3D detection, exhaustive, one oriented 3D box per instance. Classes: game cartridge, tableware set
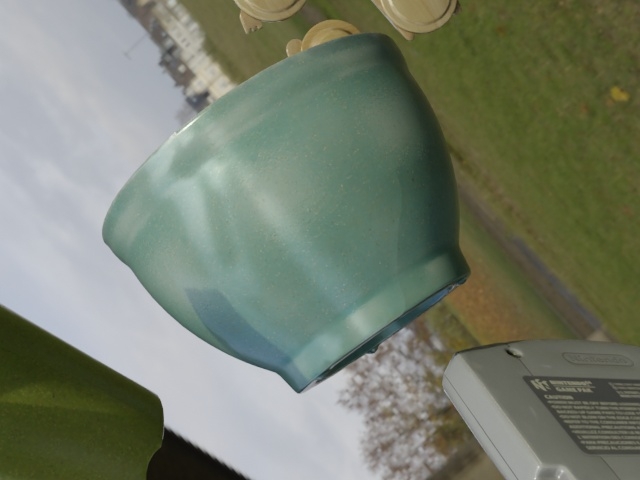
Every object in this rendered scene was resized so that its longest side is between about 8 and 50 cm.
[{"bbox_3d":[0.259,0.156,0.767,0.297,0.062,0.198,6,-158,-23],"label":"game cartridge"},{"bbox_3d":[0.018,-0.196,0.712,0.141,0.169,0.020,52,170,-6],"label":"tableware set"}]

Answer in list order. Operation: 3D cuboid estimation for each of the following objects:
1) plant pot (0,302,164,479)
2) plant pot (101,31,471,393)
[{"bbox_3d":[-0.304,0.189,0.896,0.254,0.276,0.276,29,-166,-25],"label":"plant pot"},{"bbox_3d":[0.000,0.000,0.760,0.196,0.293,0.293,54,-173,10],"label":"plant pot"}]
